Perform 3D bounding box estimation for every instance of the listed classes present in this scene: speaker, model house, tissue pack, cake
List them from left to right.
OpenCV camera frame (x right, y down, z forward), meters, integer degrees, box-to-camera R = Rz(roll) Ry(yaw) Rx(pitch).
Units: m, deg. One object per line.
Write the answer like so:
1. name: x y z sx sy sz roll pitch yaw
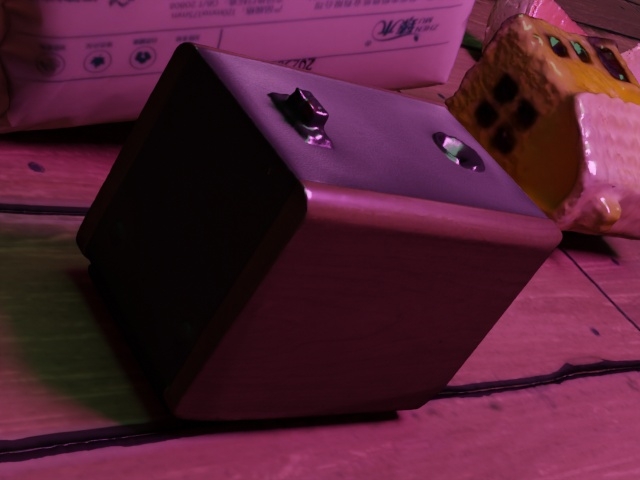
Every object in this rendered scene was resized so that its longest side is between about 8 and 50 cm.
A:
1. tissue pack: -0.070 -0.243 0.865 0.380 0.297 0.207 -8 46 -27
2. speaker: 0.000 0.000 0.760 0.231 0.192 0.153 7 36 -45
3. cake: 0.313 -0.228 1.620 0.225 0.090 0.109 37 -17 -26
4. model house: 0.259 -0.088 1.264 0.193 0.175 0.234 8 46 -43

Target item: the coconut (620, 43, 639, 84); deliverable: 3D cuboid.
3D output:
1. coconut: 0.458 -0.156 1.512 0.233 0.245 0.233 -19 90 -85
